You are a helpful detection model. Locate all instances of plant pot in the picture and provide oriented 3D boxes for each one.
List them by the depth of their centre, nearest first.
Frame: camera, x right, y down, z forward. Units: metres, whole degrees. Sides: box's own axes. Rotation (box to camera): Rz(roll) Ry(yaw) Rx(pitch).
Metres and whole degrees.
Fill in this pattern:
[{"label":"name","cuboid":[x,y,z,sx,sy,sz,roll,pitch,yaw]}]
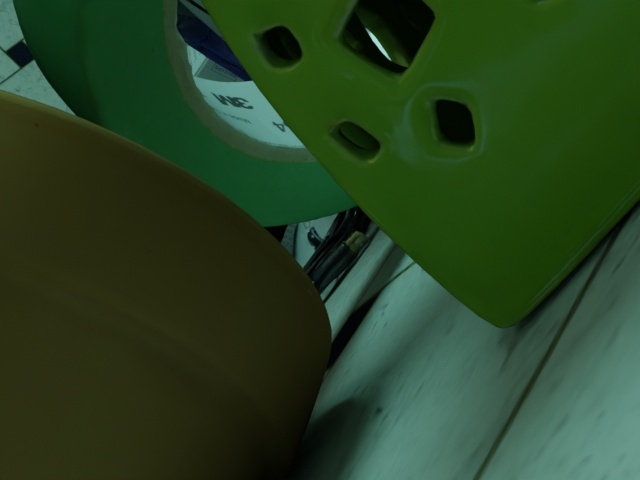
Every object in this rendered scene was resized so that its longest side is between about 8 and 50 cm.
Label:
[{"label":"plant pot","cuboid":[0.057,-0.148,0.450,0.228,0.207,0.227,-51,4,24]},{"label":"plant pot","cuboid":[-0.157,0.097,0.556,0.291,0.290,0.204,133,155,-59]}]

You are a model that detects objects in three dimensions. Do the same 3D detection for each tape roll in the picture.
[{"label":"tape roll","cuboid":[0.007,-0.159,0.681,0.321,0.077,0.321,-26,-42,-25]}]

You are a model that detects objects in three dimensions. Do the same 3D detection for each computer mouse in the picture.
[{"label":"computer mouse","cuboid":[0.000,0.000,1.007,0.106,0.042,0.193,-54,4,12]}]

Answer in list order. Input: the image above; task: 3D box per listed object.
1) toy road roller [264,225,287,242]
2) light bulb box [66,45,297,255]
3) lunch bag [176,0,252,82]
[{"label":"toy road roller","cuboid":[-0.176,0.050,0.975,0.329,0.240,0.203,-71,3,-71]},{"label":"light bulb box","cuboid":[-0.115,-0.156,1.541,0.361,0.225,0.358,-51,29,31]},{"label":"lunch bag","cuboid":[0.031,-0.269,1.004,0.328,0.239,0.385,-54,32,-7]}]
